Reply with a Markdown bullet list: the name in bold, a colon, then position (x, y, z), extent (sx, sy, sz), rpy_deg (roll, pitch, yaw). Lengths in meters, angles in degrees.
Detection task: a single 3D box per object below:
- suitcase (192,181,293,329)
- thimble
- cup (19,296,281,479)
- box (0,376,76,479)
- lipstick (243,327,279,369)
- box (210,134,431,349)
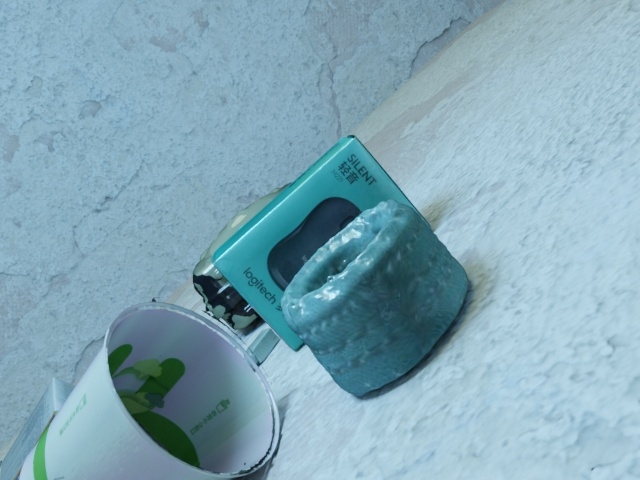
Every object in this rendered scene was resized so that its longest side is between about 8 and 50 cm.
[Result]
- **suitcase**: position (-0.133, 0.019, 1.467), extent (0.351, 0.194, 0.339), rpy_deg (-42, 9, -6)
- **thimble**: position (0.065, 0.060, 0.799), extent (0.198, 0.143, 0.235), rpy_deg (-29, 15, 44)
- **cup**: position (-0.227, 0.255, 0.836), extent (0.274, 0.253, 0.253), rpy_deg (-46, 9, 20)
- **box**: position (-0.499, 0.401, 1.217), extent (0.200, 0.106, 0.299), rpy_deg (-61, 24, -6)
- **lipstick**: position (-0.119, 0.206, 1.126), extent (0.030, 0.030, 0.129), rpy_deg (-29, 17, 46)
- **box**: position (0.000, 0.000, 1.077), extent (0.311, 0.205, 0.118), rpy_deg (-41, 13, -1)
